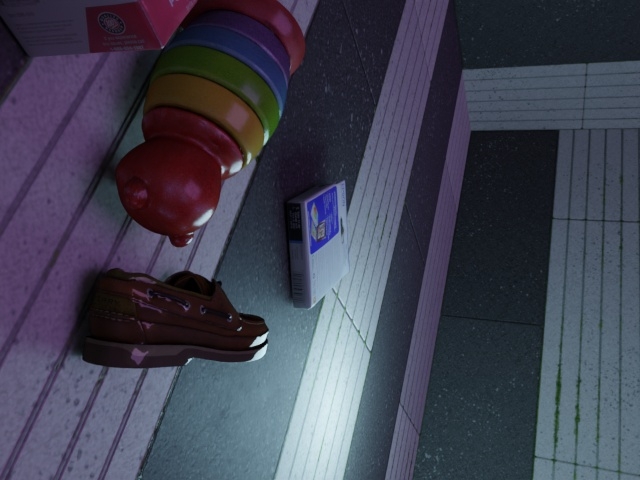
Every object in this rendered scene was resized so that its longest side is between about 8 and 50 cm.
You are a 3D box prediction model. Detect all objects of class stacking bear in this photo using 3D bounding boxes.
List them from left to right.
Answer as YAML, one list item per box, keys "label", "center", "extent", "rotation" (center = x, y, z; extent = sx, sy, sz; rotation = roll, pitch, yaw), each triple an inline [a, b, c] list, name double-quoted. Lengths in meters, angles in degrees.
- label: "stacking bear"
  center: [-0.136, -0.137, 0.686]
  extent: [0.175, 0.164, 0.289]
  rotation: [58, 45, -55]

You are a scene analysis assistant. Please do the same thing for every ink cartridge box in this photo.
- label: "ink cartridge box"
  center: [-0.212, -0.262, 0.461]
  extent: [0.218, 0.159, 0.092]
  rotation: [67, 35, -48]
- label: "ink cartridge box"
  center: [0.000, 0.000, 1.165]
  extent: [0.208, 0.045, 0.206]
  rotation: [-34, 124, -61]

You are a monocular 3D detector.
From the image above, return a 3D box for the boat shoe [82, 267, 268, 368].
- label: "boat shoe"
  center: [-0.147, 0.091, 0.733]
  extent: [0.307, 0.111, 0.104]
  rotation: [16, 79, -67]
